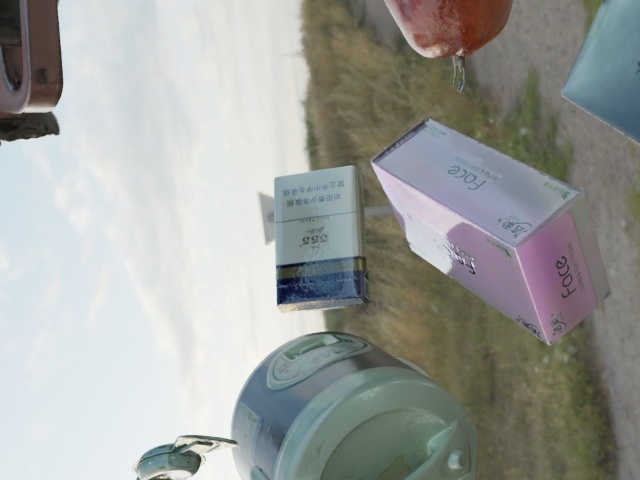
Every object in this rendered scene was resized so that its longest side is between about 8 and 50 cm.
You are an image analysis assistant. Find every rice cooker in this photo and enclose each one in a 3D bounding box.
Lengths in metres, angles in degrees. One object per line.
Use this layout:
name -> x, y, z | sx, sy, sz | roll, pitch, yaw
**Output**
rice cooker -> 0.036, 0.273, 1.090 | 0.277, 0.288, 0.288 | -154, 55, -65

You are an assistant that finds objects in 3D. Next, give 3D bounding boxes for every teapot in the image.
teapot -> -0.446, -0.294, 1.085 | 0.306, 0.376, 0.361 | -12, -73, -44

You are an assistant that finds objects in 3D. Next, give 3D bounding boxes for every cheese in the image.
cheese -> -0.132, 0.201, 0.774 | 0.121, 0.067, 0.026 | -40, 48, 40

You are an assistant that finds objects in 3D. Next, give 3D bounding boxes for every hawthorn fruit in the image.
hawthorn fruit -> 0.216, -0.382, 1.358 | 0.211, 0.211, 0.299 | -95, -11, -62

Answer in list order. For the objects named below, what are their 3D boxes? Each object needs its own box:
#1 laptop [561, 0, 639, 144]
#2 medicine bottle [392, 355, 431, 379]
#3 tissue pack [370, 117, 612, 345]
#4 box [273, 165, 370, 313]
laptop -> 0.406, -0.221, 1.028 | 0.187, 0.015, 0.269 | -69, 27, 22
medicine bottle -> 0.077, 0.323, 1.431 | 0.232, 0.238, 0.237 | 1, -99, -63
tissue pack -> 0.171, -0.019, 0.881 | 0.246, 0.092, 0.148 | 39, 162, 52
box -> 0.000, 0.000, 1.546 | 0.071, 0.168, 0.259 | 46, -140, -67
